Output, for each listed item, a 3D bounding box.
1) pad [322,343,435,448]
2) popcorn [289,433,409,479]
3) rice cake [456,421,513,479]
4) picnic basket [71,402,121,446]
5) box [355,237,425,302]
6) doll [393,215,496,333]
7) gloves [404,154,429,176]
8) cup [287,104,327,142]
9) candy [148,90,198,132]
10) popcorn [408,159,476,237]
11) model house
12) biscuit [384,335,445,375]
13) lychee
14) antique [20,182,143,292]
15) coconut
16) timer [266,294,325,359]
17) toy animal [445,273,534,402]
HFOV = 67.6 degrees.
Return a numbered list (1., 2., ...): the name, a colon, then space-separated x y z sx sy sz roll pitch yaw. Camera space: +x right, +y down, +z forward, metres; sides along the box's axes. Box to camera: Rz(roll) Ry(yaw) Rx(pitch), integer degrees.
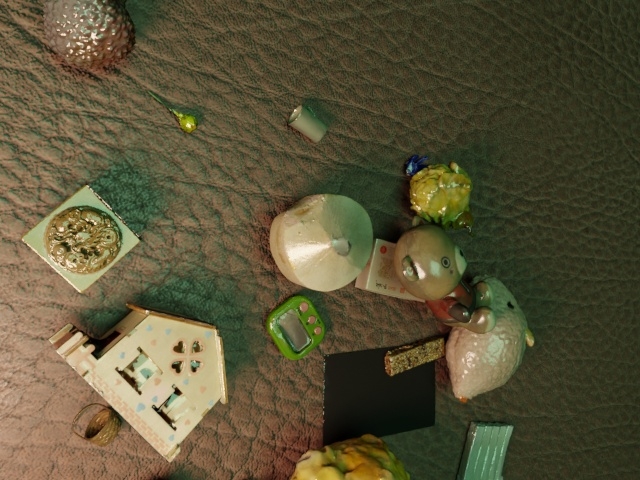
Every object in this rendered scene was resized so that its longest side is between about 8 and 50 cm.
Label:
1. pad: 0.169 0.414 1.299 0.367 0.007 0.247 0 92 -27
2. popcorn: 0.059 0.643 1.075 0.354 0.390 0.344 -33 64 4
3. rice cake: 0.505 0.657 1.461 0.189 0.037 0.198 10 87 -27
4. picnic basket: -0.444 0.360 0.943 0.072 0.072 0.083 -50 124 -17
5. box: 0.201 0.080 1.275 0.201 0.058 0.141 13 86 -28
6. doll: 0.307 0.099 1.212 0.330 0.174 0.235 50 40 -22
7. gloves: 0.269 -0.205 1.318 0.086 0.026 0.064 -2 92 -27
8. cup: -0.032 -0.284 1.155 0.083 0.075 0.054 33 114 -28
9. candy: -0.316 -0.276 1.018 0.123 0.035 0.035 36 65 -15
10. popcorn: 0.329 -0.106 1.282 0.168 0.173 0.195 -35 122 -23
11. model house: -0.329 0.237 0.960 0.244 0.169 0.326 -44 112 -27
12. biscuit: 0.264 0.316 1.322 0.199 0.034 0.064 -11 97 -27
13. lychee: -0.415 -0.410 0.883 0.197 0.165 0.165 -36 108 -1
14. antique: -0.439 -0.006 0.893 0.152 0.148 0.147 -46 109 -16
15. coconut: 0.003 -0.001 1.078 0.241 0.241 0.241 -1 92 -27
16. timer: -0.060 0.208 1.151 0.128 0.047 0.140 -36 107 -23
17. toy animal: 0.476 0.291 1.352 0.226 0.188 0.358 30 79 -21
